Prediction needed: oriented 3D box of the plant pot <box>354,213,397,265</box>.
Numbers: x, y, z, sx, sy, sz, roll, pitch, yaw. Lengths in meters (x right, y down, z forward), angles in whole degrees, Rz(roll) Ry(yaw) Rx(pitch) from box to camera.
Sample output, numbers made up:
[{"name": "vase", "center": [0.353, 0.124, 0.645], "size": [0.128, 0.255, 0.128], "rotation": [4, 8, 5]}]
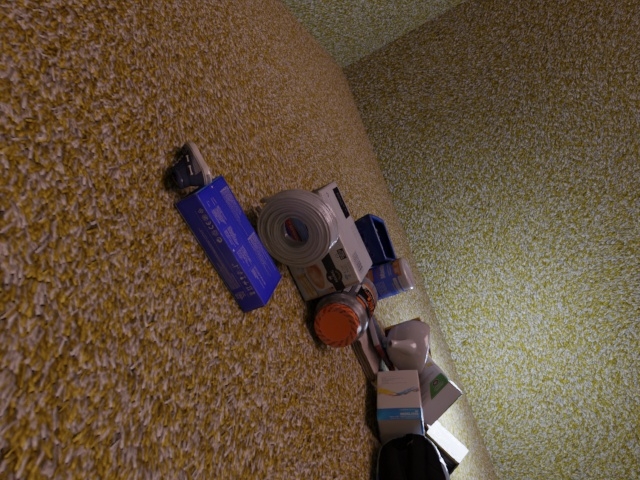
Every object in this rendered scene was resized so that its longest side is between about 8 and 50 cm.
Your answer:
[{"name": "plant pot", "center": [0.213, 0.026, 2.103], "size": [0.236, 0.212, 0.235], "rotation": [13, 57, -66]}]

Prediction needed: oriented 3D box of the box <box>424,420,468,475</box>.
[{"name": "box", "center": [0.463, 0.827, 1.881], "size": [0.322, 0.079, 0.257], "rotation": [40, 5, 29]}]

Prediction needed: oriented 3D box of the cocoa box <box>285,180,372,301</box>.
[{"name": "cocoa box", "center": [0.000, 0.000, 1.577], "size": [0.346, 0.228, 0.231], "rotation": [65, 21, -7]}]

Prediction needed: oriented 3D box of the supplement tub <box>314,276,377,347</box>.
[{"name": "supplement tub", "center": [0.093, 0.252, 1.605], "size": [0.193, 0.194, 0.316], "rotation": [65, 21, -7]}]

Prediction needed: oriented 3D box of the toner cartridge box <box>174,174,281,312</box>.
[{"name": "toner cartridge box", "center": [-0.239, 0.009, 1.197], "size": [0.347, 0.075, 0.165], "rotation": [62, 20, -17]}]

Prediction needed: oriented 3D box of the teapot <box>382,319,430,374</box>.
[{"name": "teapot", "center": [0.361, 0.453, 1.906], "size": [0.252, 0.187, 0.255], "rotation": [-66, 164, -52]}]

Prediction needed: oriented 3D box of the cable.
[{"name": "cable", "center": [-0.074, -0.038, 1.394], "size": [0.256, 0.257, 0.089], "rotation": [64, 26, -15]}]

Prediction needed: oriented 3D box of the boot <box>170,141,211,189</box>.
[{"name": "boot", "center": [-0.352, -0.198, 1.137], "size": [0.190, 0.086, 0.069], "rotation": [49, -33, 45]}]

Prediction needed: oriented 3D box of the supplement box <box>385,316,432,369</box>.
[{"name": "supplement box", "center": [0.436, 0.516, 2.188], "size": [0.129, 0.192, 0.194], "rotation": [57, 22, -27]}]

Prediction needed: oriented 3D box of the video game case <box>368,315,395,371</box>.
[{"name": "video game case", "center": [0.270, 0.454, 1.983], "size": [0.204, 0.025, 0.285], "rotation": [-102, 167, -46]}]

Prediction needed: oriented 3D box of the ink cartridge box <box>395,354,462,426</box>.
[{"name": "ink cartridge box", "center": [0.457, 0.638, 1.944], "size": [0.117, 0.201, 0.278], "rotation": [41, 3, -24]}]

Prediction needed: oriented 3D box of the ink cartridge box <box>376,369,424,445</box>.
[{"name": "ink cartridge box", "center": [0.313, 0.653, 1.724], "size": [0.232, 0.169, 0.171], "rotation": [-79, 159, -56]}]

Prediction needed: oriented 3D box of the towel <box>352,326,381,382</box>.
[{"name": "towel", "center": [0.188, 0.433, 1.864], "size": [0.282, 0.049, 0.187], "rotation": [65, 21, -7]}]

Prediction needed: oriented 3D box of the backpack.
[{"name": "backpack", "center": [0.318, 0.846, 1.493], "size": [0.355, 0.290, 0.273], "rotation": [-100, 166, -46]}]

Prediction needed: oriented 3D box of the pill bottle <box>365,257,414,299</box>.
[{"name": "pill bottle", "center": [0.278, 0.189, 2.011], "size": [0.152, 0.272, 0.152], "rotation": [52, 26, -38]}]
